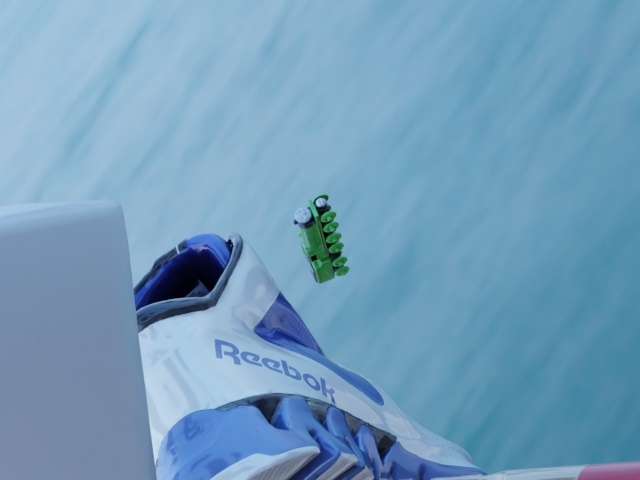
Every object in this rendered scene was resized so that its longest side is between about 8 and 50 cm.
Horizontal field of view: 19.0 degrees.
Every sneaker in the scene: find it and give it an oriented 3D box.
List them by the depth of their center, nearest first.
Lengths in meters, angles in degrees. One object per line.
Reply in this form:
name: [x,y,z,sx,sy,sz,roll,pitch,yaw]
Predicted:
sneaker: [-0.021,0.088,1.071,0.127,0.182,0.315,-36,-25,12]

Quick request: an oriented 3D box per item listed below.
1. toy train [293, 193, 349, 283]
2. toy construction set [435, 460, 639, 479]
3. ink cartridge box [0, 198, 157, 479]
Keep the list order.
toy train: [0.000,0.000,1.075,0.024,0.017,0.083,-22,-28,-3]
toy construction set: [0.055,0.212,0.483,0.237,0.257,0.309,-7,76,32]
ink cartridge box: [-0.187,0.058,0.396,0.201,0.278,0.117,-31,-62,-83]
